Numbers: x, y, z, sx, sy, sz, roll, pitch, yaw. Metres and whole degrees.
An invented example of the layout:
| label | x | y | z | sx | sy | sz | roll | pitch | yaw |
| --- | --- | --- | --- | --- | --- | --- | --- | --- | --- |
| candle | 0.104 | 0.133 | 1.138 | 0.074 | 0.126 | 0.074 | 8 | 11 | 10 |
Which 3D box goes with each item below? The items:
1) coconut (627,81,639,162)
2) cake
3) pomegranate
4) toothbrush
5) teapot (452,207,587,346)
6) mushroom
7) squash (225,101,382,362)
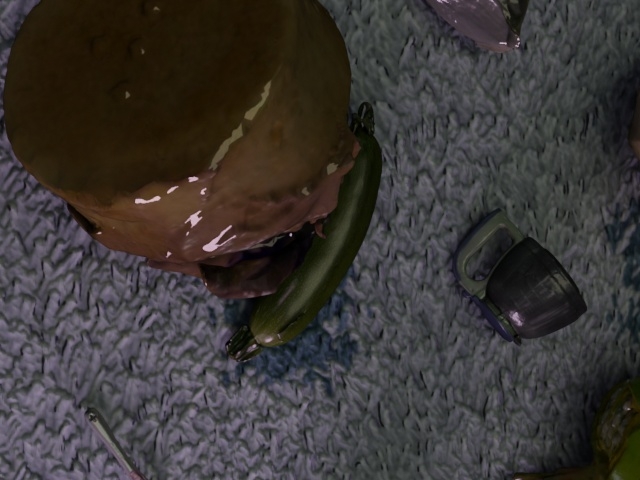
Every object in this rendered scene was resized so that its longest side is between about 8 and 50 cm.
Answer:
| label | x | y | z | sx | sy | sz | roll | pitch | yaw |
| --- | --- | --- | --- | --- | --- | --- | --- | --- | --- |
| coconut | 0.526 | -0.115 | 1.666 | 0.323 | 0.323 | 0.323 | -1 | 93 | -22 |
| cake | -0.106 | -0.116 | 1.446 | 0.332 | 0.332 | 0.321 | -58 | 147 | -10 |
| pomegranate | 0.381 | 0.270 | 1.678 | 0.302 | 0.236 | 0.236 | -29 | 104 | 6 |
| toothbrush | -0.191 | 0.262 | 1.542 | 0.017 | 0.022 | 0.204 | -37 | 102 | -19 |
| teapot | 0.225 | 0.053 | 1.653 | 0.108 | 0.111 | 0.149 | -38 | 111 | -2 |
| mushroom | 0.118 | -0.360 | 1.596 | 0.109 | 0.097 | 0.351 | -42 | 104 | -16 |
| squash | 0.002 | 0.002 | 1.580 | 0.080 | 0.071 | 0.318 | 25 | 83 | 24 |
